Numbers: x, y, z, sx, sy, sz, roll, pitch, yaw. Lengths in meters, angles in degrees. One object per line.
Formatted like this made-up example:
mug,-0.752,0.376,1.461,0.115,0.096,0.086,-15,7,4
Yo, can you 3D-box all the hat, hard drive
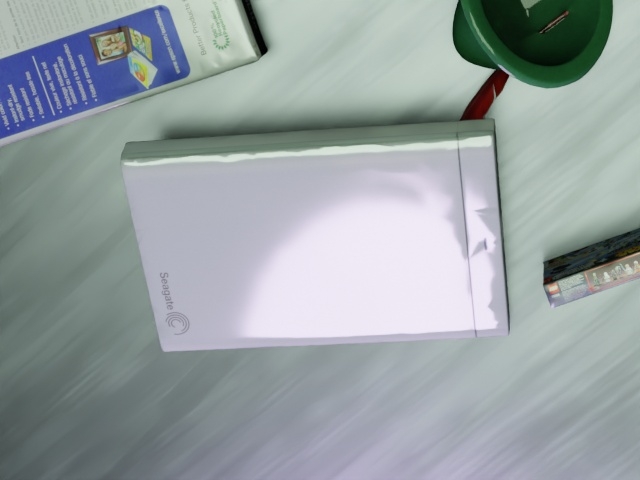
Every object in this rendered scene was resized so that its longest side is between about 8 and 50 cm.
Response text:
hat,0.153,-0.200,1.617,0.173,0.183,0.208,43,62,-14
hard drive,0.000,0.000,1.637,0.353,0.047,0.233,-3,124,9

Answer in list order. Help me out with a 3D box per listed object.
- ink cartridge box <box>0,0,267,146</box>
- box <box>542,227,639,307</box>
ink cartridge box,-0.254,-0.206,1.651,0.371,0.069,0.175,-17,101,9
box,0.281,0.020,1.615,0.137,0.094,0.027,-20,99,12
